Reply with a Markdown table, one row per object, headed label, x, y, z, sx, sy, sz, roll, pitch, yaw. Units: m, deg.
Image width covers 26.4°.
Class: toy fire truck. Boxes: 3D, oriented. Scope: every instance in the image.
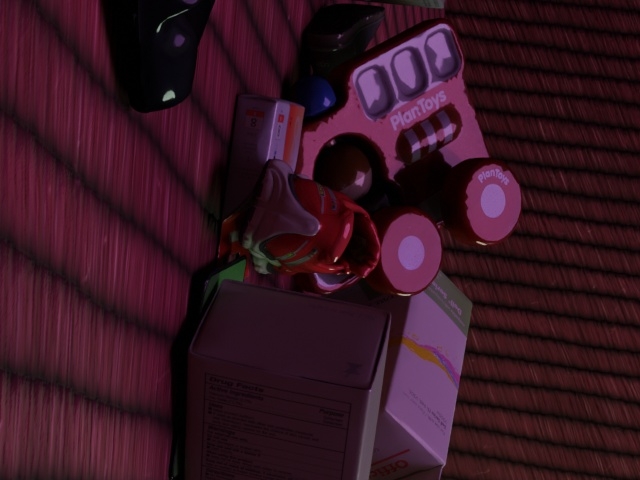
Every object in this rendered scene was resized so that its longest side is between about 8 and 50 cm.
| label | x | y | z | sx | sy | sz | roll | pitch | yaw |
| --- | --- | --- | --- | --- | --- | --- | --- | --- | --- |
| toy fire truck | 0.066 | -0.085 | 1.521 | 0.302 | 0.169 | 0.253 | -30 | 107 | -30 |

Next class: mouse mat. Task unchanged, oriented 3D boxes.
| label | x | y | z | sx | sy | sz | roll | pitch | yaw |
| --- | --- | --- | --- | --- | --- | --- | --- | --- | --- |
| mouse mat | -0.100 | 0.111 | 1.238 | 0.152 | 0.007 | 0.189 | -30 | 133 | -78 |

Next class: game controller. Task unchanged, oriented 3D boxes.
| label | x | y | z | sx | sy | sz | roll | pitch | yaw |
| --- | --- | --- | --- | --- | --- | --- | --- | --- | --- |
| game controller | -0.079 | -0.237 | 0.937 | 0.166 | 0.067 | 0.319 | 111 | -5 | -52 |

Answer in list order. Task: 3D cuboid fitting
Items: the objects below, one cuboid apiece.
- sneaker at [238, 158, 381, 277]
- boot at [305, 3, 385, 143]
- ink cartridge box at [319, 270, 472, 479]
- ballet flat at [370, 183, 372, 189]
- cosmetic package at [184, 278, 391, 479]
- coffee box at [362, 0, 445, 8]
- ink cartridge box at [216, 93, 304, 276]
| label | x | y | z | sx | sy | sz | roll | pitch | yaw |
| --- | --- | --- | --- | --- | --- | --- | --- | --- | --- |
| sneaker | 0.000 | 0.000 | 1.284 | 0.279 | 0.118 | 0.107 | 14 | 99 | -82 |
| boot | 0.022 | -0.165 | 1.615 | 0.189 | 0.076 | 0.208 | -43 | 136 | -55 |
| ink cartridge box | 0.052 | 0.195 | 1.664 | 0.119 | 0.207 | 0.353 | 46 | 35 | -24 |
| ballet flat | 0.071 | -0.128 | 1.835 | 0.483 | 0.164 | 0.182 | -77 | 150 | -62 |
| cosmetic package | -0.035 | 0.199 | 1.233 | 0.113 | 0.160 | 0.309 | -68 | 168 | -54 |
| coffee box | 0.077 | -0.341 | 1.590 | 0.246 | 0.141 | 0.098 | -11 | 108 | -83 |
| ink cartridge box | -0.056 | -0.046 | 1.297 | 0.145 | 0.045 | 0.179 | -20 | 115 | -80 |
